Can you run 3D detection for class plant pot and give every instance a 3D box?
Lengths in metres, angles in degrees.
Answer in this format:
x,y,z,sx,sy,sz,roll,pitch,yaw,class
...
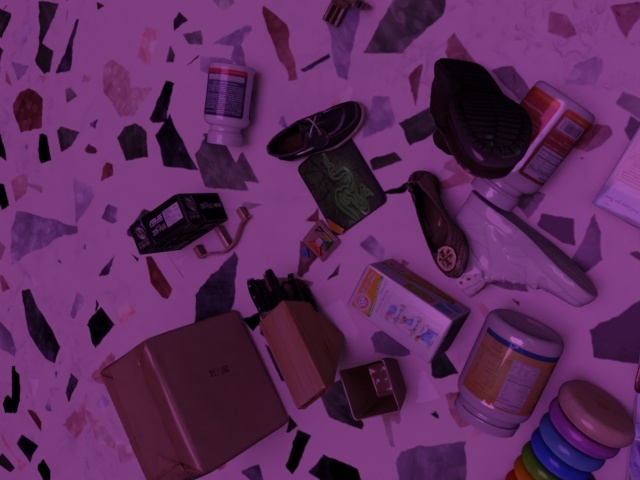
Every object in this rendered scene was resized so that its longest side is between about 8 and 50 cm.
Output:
x,y,z,sx,sy,sz,roll,pitch,yaw,class
0.121,0.301,1.319,0.108,0.096,0.109,-21,83,29,plant pot

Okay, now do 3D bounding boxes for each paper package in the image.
x,y,z,sx,sy,sz,roll,pitch,yaw,class
-0.271,0.348,1.417,0.168,0.324,0.310,-33,79,28,paper package

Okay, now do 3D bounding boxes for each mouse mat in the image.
x,y,z,sx,sy,sz,roll,pitch,yaw,class
0.044,-0.125,1.381,0.152,0.007,0.190,-36,77,27,mouse mat

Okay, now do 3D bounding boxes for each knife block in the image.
x,y,z,sx,sy,sz,roll,pitch,yaw,class
-0.071,0.187,1.344,0.242,0.276,0.088,40,116,-11,knife block

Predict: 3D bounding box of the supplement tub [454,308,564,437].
x,y,z,sx,sy,sz,roll,pitch,yaw,class
0.340,0.243,1.162,0.144,0.144,0.200,27,107,25,supplement tub

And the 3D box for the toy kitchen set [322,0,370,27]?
x,y,z,sx,sy,sz,roll,pitch,yaw,class
0.055,-0.474,1.314,0.068,0.083,0.075,24,111,-17,toy kitchen set

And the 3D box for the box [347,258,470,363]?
x,y,z,sx,sy,sz,roll,pitch,yaw,class
0.176,0.135,1.264,0.203,0.114,0.103,34,111,24,box

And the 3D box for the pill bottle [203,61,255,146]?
x,y,z,sx,sy,sz,roll,pitch,yaw,class
-0.212,-0.310,1.453,0.107,0.108,0.180,13,100,28,pill bottle

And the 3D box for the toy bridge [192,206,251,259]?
x,y,z,sx,sy,sz,roll,pitch,yaw,class
-0.232,-0.007,1.536,0.188,0.026,0.063,-37,78,27,toy bridge

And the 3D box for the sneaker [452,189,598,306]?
x,y,z,sx,sy,sz,roll,pitch,yaw,class
0.349,0.058,1.172,0.292,0.108,0.169,45,116,30,sneaker

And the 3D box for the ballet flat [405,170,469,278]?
x,y,z,sx,sy,sz,roll,pitch,yaw,class
0.215,-0.037,1.201,0.084,0.058,0.250,-45,45,39,ballet flat

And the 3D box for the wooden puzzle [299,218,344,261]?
x,y,z,sx,sy,sz,roll,pitch,yaw,class
0.000,0.000,1.407,0.078,0.014,0.116,42,117,20,wooden puzzle

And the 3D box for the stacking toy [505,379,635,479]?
x,y,z,sx,sy,sz,roll,pitch,yaw,class
0.417,0.417,1.152,0.141,0.141,0.331,37,117,22,stacking toy

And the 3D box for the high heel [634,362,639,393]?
x,y,z,sx,sy,sz,roll,pitch,yaw,class
0.546,0.066,0.969,0.181,0.127,0.378,-13,93,20,high heel

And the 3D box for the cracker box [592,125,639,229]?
x,y,z,sx,sy,sz,roll,pitch,yaw,class
0.582,-0.124,1.039,0.155,0.067,0.232,34,109,22,cracker box

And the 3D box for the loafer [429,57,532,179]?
x,y,z,sx,sy,sz,roll,pitch,yaw,class
0.267,-0.198,1.102,0.133,0.366,0.130,7,125,-3,loafer

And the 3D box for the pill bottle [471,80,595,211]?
x,y,z,sx,sy,sz,roll,pitch,yaw,class
0.370,-0.163,1.126,0.121,0.121,0.216,43,113,20,pill bottle

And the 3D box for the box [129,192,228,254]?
x,y,z,sx,sy,sz,roll,pitch,yaw,class
-0.342,-0.042,1.526,0.180,0.147,0.078,-29,80,29,box

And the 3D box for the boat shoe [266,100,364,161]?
x,y,z,sx,sy,sz,roll,pitch,yaw,class
-0.011,-0.233,1.361,0.233,0.079,0.084,-21,77,28,boat shoe

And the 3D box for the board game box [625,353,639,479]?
x,y,z,sx,sy,sz,roll,pitch,yaw,class
0.713,0.359,1.014,0.389,0.050,0.391,7,97,29,board game box
